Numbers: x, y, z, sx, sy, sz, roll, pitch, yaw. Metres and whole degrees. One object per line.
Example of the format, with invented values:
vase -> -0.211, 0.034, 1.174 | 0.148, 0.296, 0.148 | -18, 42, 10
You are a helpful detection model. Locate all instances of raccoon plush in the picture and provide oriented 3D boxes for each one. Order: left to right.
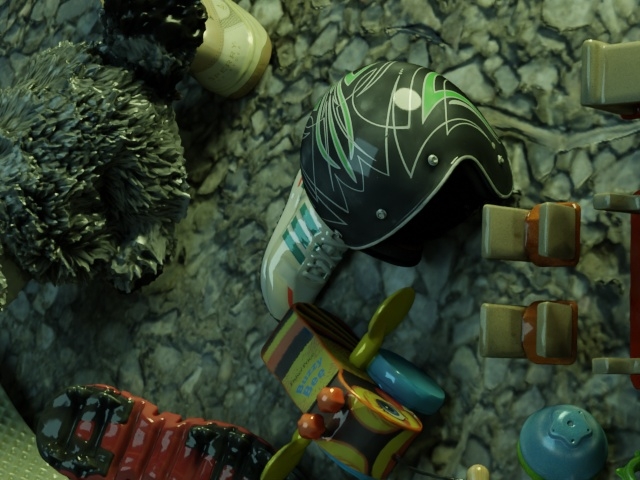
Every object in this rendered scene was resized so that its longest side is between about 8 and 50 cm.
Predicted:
raccoon plush -> -0.295, -0.116, 1.656 | 0.216, 0.299, 0.446 | 27, 116, 45

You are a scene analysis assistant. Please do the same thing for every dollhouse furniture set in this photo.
dollhouse furniture set -> 0.264, -0.019, 1.316 | 0.262, 0.135, 0.259 | -2, 84, 43

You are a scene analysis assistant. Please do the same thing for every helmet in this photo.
helmet -> 0.062, -0.066, 1.472 | 0.169, 0.161, 0.169 | -17, 63, 39

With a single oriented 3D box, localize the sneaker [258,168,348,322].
sneaker -> 0.000, 0.000, 1.580 | 0.075, 0.057, 0.161 | 10, 79, 51

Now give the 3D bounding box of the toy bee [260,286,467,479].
toy bee -> 0.032, 0.126, 1.429 | 0.298, 0.162, 0.195 | 15, 81, 45

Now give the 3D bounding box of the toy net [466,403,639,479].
toy net -> 0.147, 0.210, 1.287 | 0.122, 0.045, 0.232 | 39, 60, 22

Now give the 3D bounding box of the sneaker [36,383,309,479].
sneaker -> -0.114, 0.210, 1.585 | 0.276, 0.135, 0.097 | 17, 73, 23

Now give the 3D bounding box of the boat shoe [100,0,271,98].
boat shoe -> -0.165, -0.243, 1.800 | 0.109, 0.098, 0.302 | -57, 46, 11

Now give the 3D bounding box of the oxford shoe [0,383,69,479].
oxford shoe -> -0.342, 0.260, 1.748 | 0.449, 0.169, 0.130 | 53, 131, 40
